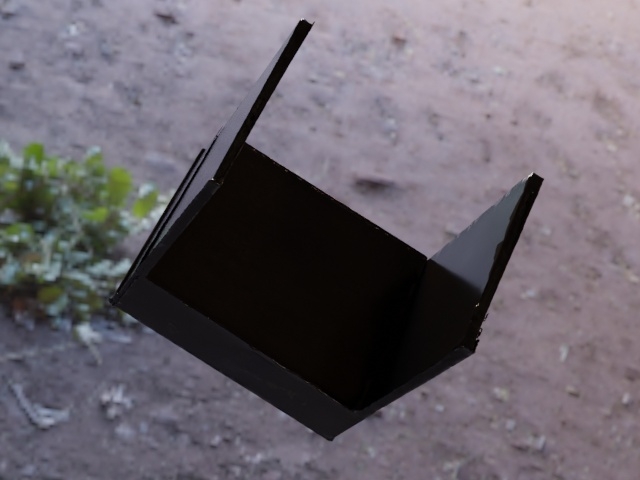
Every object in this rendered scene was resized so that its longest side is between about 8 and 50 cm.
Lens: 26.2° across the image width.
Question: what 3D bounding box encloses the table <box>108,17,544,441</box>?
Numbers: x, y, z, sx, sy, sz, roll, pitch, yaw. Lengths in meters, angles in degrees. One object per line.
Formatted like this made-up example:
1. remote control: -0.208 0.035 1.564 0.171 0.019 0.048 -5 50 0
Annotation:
1. table: 0.000 0.000 1.185 0.251 0.282 0.196 33 59 -7
